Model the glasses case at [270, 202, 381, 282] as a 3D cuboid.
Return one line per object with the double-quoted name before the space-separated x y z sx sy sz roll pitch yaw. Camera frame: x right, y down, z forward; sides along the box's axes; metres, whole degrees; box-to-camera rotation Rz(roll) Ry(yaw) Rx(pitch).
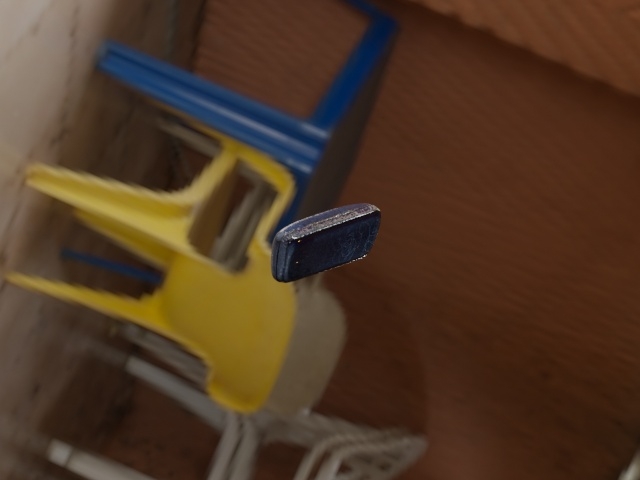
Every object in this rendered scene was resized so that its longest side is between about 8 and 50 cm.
"glasses case" 0.000 0.000 0.894 0.083 0.023 0.033 -18 134 -46
